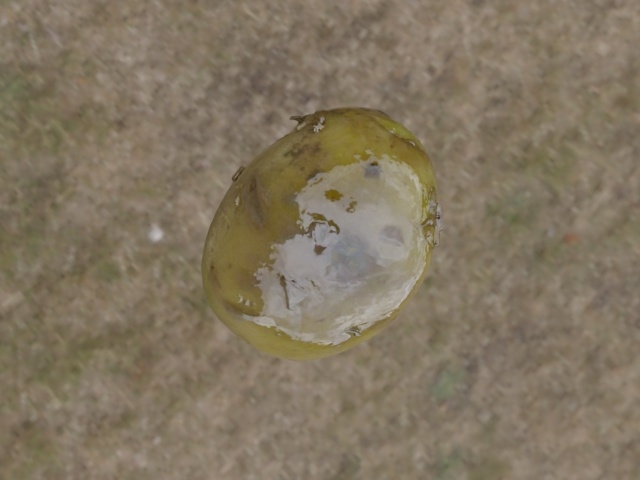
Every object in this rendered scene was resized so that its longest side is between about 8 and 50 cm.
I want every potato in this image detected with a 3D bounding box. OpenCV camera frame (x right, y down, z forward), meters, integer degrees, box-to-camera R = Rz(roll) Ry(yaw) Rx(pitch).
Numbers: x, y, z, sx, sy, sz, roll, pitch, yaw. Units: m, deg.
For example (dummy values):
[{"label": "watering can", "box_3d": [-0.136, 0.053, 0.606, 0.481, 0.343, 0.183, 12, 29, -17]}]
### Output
[{"label": "potato", "box_3d": [0.000, 0.000, 0.945, 0.137, 0.137, 0.176, 10, 112, -43]}]
